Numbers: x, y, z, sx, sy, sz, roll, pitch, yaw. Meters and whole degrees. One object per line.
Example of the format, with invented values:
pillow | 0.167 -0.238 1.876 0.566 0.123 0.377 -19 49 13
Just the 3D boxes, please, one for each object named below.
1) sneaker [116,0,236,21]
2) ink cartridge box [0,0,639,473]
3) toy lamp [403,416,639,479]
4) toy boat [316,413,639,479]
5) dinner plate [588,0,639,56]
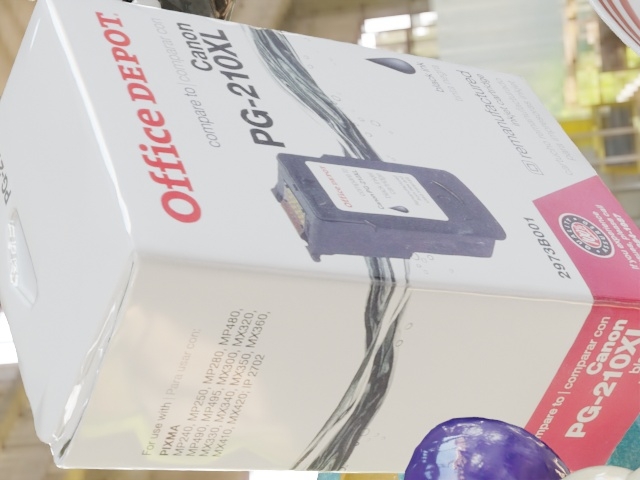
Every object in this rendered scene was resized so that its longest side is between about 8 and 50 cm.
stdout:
sneaker | -0.137 -0.184 0.876 0.234 0.078 0.106 39 -121 -30
ink cartridge box | 0.000 0.000 0.593 0.100 0.237 0.172 -65 33 31
toy lamp | 0.144 0.051 0.337 0.080 0.275 0.080 22 -119 -46
toy boat | 0.090 0.066 0.837 0.148 0.268 0.318 10 -112 -52
dinner plate | 0.127 -0.060 0.389 0.141 0.141 0.017 -85 10 -47
